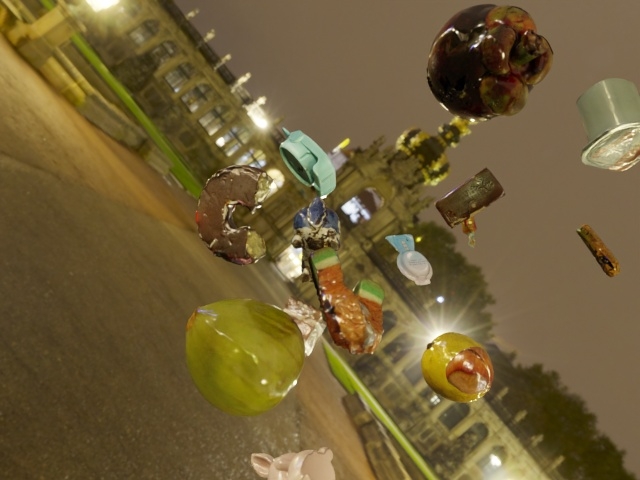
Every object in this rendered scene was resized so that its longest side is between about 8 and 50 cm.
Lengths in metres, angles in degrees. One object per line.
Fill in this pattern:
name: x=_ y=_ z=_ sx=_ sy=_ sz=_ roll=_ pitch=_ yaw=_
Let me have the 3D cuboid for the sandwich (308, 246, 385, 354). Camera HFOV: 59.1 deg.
sandwich: x=0.081 y=0.158 z=1.363 sx=0.301 sy=0.162 sz=0.250 roll=-116 pitch=-173 yaw=-60

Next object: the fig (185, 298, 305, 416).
fig: x=-0.224 y=0.318 z=1.578 sx=0.343 sy=0.343 sz=0.343 roll=51 pitch=-4 yaw=5

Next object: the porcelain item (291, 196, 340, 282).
porcelain item: x=0.000 y=0.000 z=1.663 sx=0.288 sy=0.138 sz=0.186 roll=82 pitch=11 yaw=-45

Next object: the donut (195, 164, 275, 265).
donut: x=-0.302 y=-0.091 z=1.968 sx=0.259 sy=0.344 sz=0.136 roll=7 pitch=4 yaw=23

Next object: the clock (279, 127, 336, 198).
clock: x=-0.059 y=-0.292 z=2.081 sx=0.274 sy=0.094 sz=0.223 roll=45 pitch=-14 yaw=20

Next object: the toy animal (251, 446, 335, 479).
toy animal: x=-0.062 y=0.491 z=1.160 sx=0.124 sy=0.124 sz=0.212 roll=52 pitch=-44 yaw=-7

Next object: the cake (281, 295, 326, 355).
cake: x=-0.066 y=0.277 z=1.801 sx=0.135 sy=0.147 sz=0.134 roll=21 pitch=-17 yaw=18

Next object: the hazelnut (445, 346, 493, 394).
hazelnut: x=0.570 y=0.491 z=2.125 sx=0.182 sy=0.182 sz=0.182 roll=51 pitch=-4 yaw=5

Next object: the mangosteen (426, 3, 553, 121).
mangosteen: x=0.564 y=-0.574 z=1.877 sx=0.421 sy=0.381 sz=0.381 roll=35 pitch=-15 yaw=45

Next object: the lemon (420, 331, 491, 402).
lemon: x=0.574 y=0.535 z=2.379 sx=0.297 sy=0.297 sz=0.297 roll=51 pitch=-4 yaw=5

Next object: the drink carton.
drink carton: x=0.790 y=-0.322 z=1.512 sx=0.185 sy=0.191 sz=0.189 roll=129 pitch=-37 yaw=-61

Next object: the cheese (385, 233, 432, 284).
cheese: x=0.338 y=0.070 z=2.114 sx=0.052 sy=0.135 sz=0.244 roll=110 pitch=-33 yaw=-44

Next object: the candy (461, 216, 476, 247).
candy: x=0.587 y=-0.064 z=2.230 sx=0.046 sy=0.053 sz=0.182 roll=139 pitch=-52 yaw=-67

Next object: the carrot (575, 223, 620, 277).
carrot: x=1.078 y=0.036 z=2.190 sx=0.228 sy=0.069 sz=0.069 roll=61 pitch=-1 yaw=18

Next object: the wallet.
wallet: x=0.536 y=-0.151 z=2.032 sx=0.121 sy=0.232 sz=0.031 roll=58 pitch=13 yaw=10
